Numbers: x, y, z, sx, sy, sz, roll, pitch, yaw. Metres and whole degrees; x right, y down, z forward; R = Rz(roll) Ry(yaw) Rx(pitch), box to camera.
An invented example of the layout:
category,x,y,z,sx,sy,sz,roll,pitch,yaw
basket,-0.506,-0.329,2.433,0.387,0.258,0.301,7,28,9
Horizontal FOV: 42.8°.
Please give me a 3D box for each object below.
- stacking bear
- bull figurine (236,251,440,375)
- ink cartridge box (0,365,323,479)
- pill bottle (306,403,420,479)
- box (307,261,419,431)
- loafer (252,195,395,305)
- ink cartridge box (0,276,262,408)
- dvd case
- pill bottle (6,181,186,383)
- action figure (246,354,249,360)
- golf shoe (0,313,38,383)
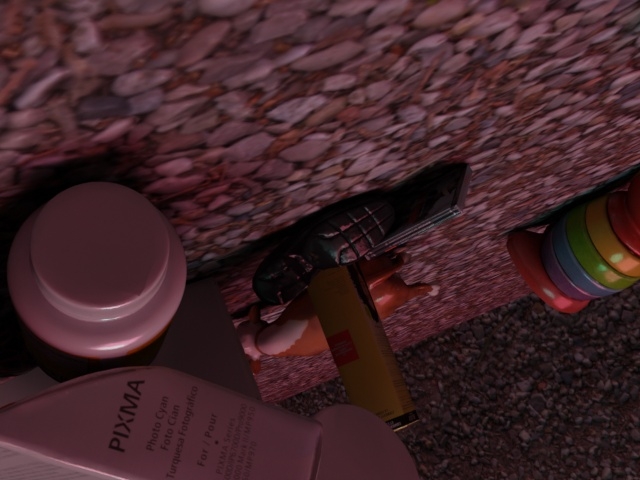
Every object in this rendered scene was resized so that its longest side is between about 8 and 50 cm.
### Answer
category,x,y,z,sx,sy,sz,roll,pitch,yaw
stacking bear,0.469,-0.013,1.290,0.175,0.164,0.289,-10,159,-38
bull figurine,0.019,0.102,1.179,0.310,0.101,0.188,-28,169,37
ink cartridge box,-0.240,0.141,0.635,0.385,0.091,0.308,28,149,-26
pill bottle,-0.090,0.329,0.911,0.407,0.229,0.229,-34,162,37
box,0.043,0.114,0.962,0.058,0.232,0.087,-24,168,13
loafer,0.000,0.000,0.859,0.170,0.062,0.061,-30,-156,12
ink cartridge box,-0.252,0.210,1.044,0.285,0.166,0.395,-18,166,-16
dvd case,0.102,-0.030,0.856,0.119,0.013,0.087,-27,-159,32
pill bottle,-0.162,0.036,0.593,0.117,0.117,0.215,-15,166,-21
action figure,-0.239,0.285,1.462,0.280,0.139,0.091,-20,168,-11
golf shoe,-0.345,0.124,0.780,0.186,0.068,0.086,-13,166,-30
